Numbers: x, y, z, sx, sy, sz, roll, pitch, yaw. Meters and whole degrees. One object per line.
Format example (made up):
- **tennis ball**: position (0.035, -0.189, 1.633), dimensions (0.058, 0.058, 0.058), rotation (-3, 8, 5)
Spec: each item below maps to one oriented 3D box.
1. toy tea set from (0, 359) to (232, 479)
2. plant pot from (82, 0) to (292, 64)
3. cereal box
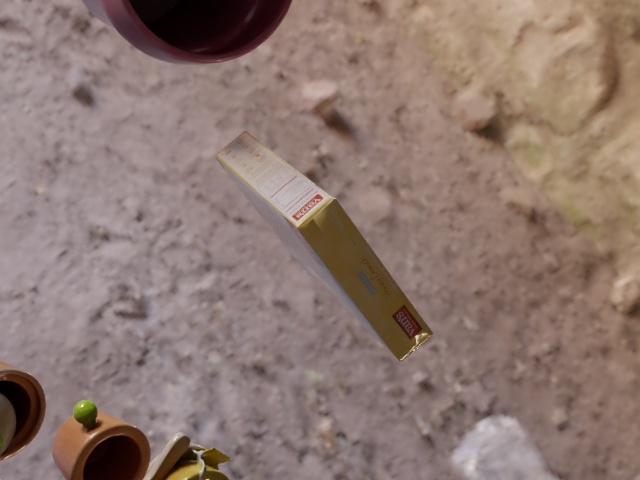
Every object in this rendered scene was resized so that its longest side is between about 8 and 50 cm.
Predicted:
- **toy tea set**: position (-0.188, 0.225, 1.169), dimensions (0.124, 0.200, 0.336), rotation (27, -7, 47)
- **plant pot**: position (-0.151, -0.273, 1.450), dimensions (0.201, 0.180, 0.201), rotation (-5, 99, -32)
- **cereal box**: position (0.000, 0.000, 1.365), dimensions (0.173, 0.047, 0.240), rotation (53, -6, -28)
